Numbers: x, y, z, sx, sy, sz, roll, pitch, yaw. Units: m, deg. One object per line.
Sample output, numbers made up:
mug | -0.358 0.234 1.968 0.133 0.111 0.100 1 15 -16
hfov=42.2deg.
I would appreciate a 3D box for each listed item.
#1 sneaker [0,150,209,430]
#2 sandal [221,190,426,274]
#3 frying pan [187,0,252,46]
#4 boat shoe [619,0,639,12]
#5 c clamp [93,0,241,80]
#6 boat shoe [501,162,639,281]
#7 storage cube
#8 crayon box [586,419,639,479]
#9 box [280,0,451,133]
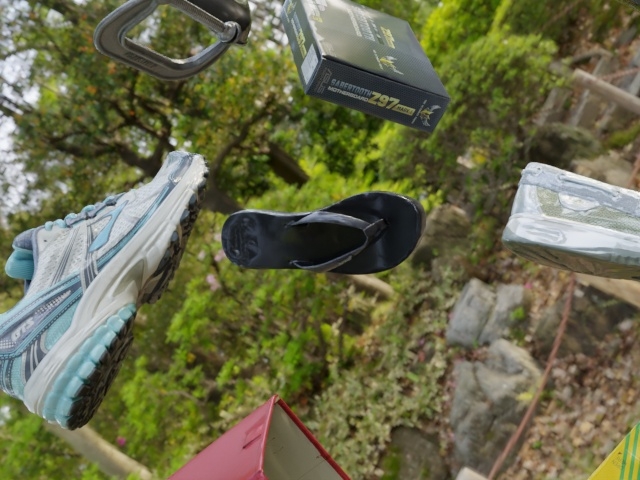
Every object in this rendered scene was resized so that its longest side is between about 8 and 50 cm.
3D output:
sneaker | -0.184 0.008 0.681 0.110 0.122 0.283 118 177 -47
sandal | 0.000 0.001 0.978 0.054 0.255 0.097 -37 -62 -69
frying pan | -0.189 -0.369 1.044 0.053 0.326 0.197 -42 -21 18
boat shoe | 0.235 -0.099 0.333 0.110 0.307 0.104 -48 -16 -14
c clamp | -0.126 -0.191 0.738 0.137 0.022 0.161 -29 -19 16
boat shoe | 0.341 -0.010 0.804 0.118 0.320 0.103 34 -111 -57
storage cube | -0.065 0.300 0.795 0.193 0.183 0.215 -39 8 8
crayon box | 0.385 0.279 0.910 0.313 0.106 0.363 -40 -35 -15
box | 0.054 -0.246 1.094 0.059 0.183 0.232 -61 27 33
